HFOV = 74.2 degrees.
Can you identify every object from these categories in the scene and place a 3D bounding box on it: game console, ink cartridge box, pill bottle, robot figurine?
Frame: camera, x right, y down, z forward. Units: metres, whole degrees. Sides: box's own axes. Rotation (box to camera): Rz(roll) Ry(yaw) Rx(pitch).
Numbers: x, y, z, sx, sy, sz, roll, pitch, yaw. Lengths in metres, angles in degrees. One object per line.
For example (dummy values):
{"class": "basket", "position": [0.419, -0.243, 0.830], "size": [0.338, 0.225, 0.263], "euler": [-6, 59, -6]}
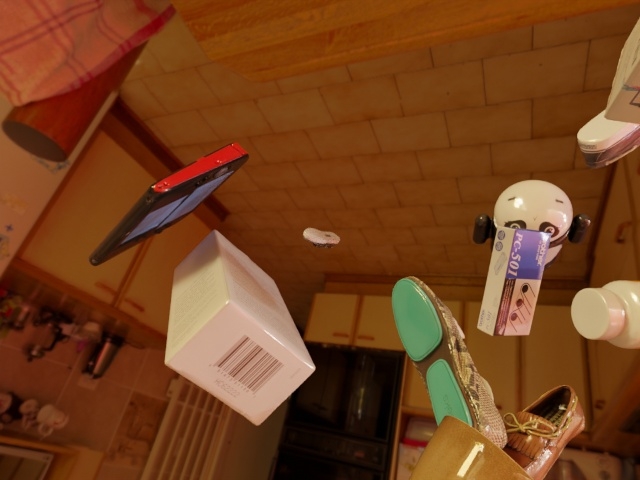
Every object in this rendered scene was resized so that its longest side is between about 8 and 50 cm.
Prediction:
{"class": "game console", "position": [-0.373, -0.091, 1.068], "size": [0.387, 0.342, 0.060], "euler": [-33, 101, 37]}
{"class": "ink cartridge box", "position": [0.522, -0.292, 0.635], "size": [0.093, 0.154, 0.212], "euler": [18, 174, 19]}
{"class": "pill bottle", "position": [0.559, 0.128, 0.731], "size": [0.209, 0.117, 0.117], "euler": [2, 153, -7]}
{"class": "ink cartridge box", "position": [0.373, 0.079, 0.818], "size": [0.097, 0.206, 0.046], "euler": [5, -171, -24]}
{"class": "robot figurine", "position": [0.511, -0.023, 1.044], "size": [0.209, 0.173, 0.278], "euler": [-33, 146, -3]}

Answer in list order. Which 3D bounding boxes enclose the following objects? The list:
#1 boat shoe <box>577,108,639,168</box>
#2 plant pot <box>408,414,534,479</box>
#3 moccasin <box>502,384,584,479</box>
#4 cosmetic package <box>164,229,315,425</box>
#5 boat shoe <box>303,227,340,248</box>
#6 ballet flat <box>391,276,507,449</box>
{"class": "boat shoe", "position": [0.717, -0.270, 0.937], "size": [0.301, 0.108, 0.102], "euler": [-37, 124, 2]}
{"class": "plant pot", "position": [0.234, 0.491, 0.747], "size": [0.237, 0.254, 0.237], "euler": [45, 163, 17]}
{"class": "moccasin", "position": [0.538, 0.486, 1.067], "size": [0.380, 0.146, 0.139], "euler": [-18, -169, -25]}
{"class": "cosmetic package", "position": [-0.196, 0.157, 0.944], "size": [0.230, 0.161, 0.453], "euler": [45, -179, -23]}
{"class": "boat shoe", "position": [0.000, 0.000, 1.131], "size": [0.142, 0.049, 0.040], "euler": [8, 126, -52]}
{"class": "ballet flat", "position": [0.327, 0.308, 1.093], "size": [0.182, 0.482, 0.164], "euler": [18, 127, -29]}
